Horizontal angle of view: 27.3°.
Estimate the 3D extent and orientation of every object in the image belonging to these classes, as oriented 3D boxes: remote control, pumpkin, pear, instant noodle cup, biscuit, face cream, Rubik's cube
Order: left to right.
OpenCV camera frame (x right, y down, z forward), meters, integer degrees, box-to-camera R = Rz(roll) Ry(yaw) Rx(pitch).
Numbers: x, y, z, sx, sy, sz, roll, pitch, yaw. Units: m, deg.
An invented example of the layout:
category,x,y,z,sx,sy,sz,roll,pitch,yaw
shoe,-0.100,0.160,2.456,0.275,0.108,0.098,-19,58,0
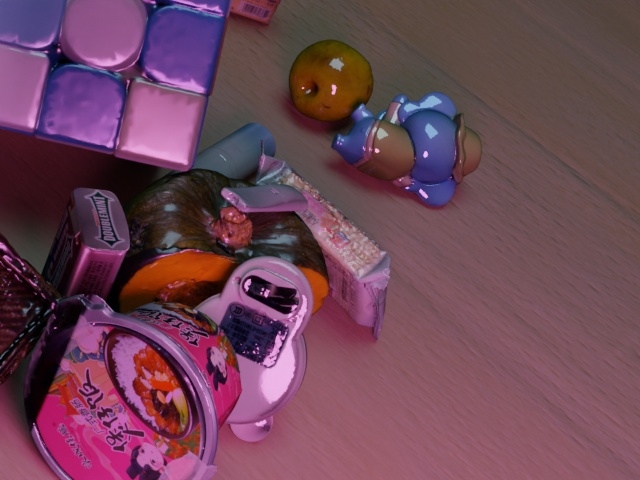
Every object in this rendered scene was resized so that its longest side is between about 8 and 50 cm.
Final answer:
category,x,y,z,sx,sy,sz,roll,pitch,yaw
Rubik's cube,-0.338,-0.311,1.958,0.347,0.346,0.344,11,5,-14
instant noodle cup,-0.213,0.185,1.642,0.258,0.302,0.181,-5,14,22
pumpkin,-0.158,-0.006,1.879,0.325,0.242,0.232,5,50,-30
face cream,-0.168,-0.113,2.126,0.077,0.077,0.250,35,40,13
remote control,-0.073,-0.061,1.825,0.050,0.027,0.184,37,18,20
biscuit,-0.001,0.002,2.007,0.079,0.186,0.309,-37,67,-24
pear,0.021,-0.290,2.384,0.149,0.149,0.162,39,40,18

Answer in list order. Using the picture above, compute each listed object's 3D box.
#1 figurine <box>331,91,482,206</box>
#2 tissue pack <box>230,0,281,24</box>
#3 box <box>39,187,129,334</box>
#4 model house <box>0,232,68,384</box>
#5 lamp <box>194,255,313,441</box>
category,x,y,z,sx,sy,sz,roll,pitch,yaw
figurine,0.157,-0.177,2.324,0.262,0.154,0.180,20,49,-13
tissue pack,-0.171,-0.520,2.520,0.222,0.186,0.090,16,51,-12
box,-0.321,0.050,1.733,0.069,0.224,0.120,6,40,-28
model house,-0.500,0.081,1.651,0.282,0.297,0.317,-2,7,-43
lamp,-0.097,0.135,1.773,0.179,0.246,0.108,26,6,-2
